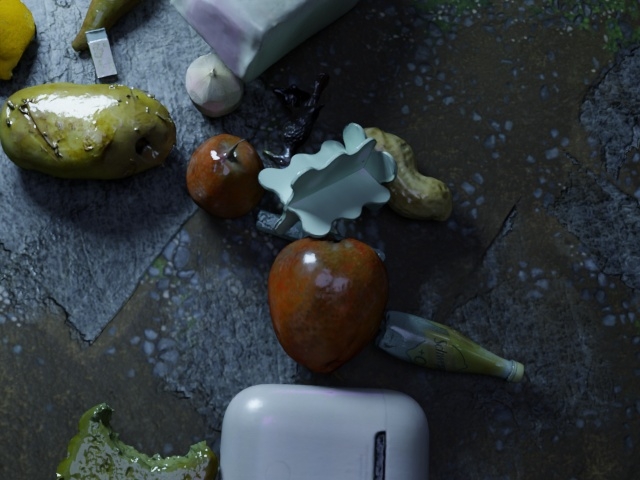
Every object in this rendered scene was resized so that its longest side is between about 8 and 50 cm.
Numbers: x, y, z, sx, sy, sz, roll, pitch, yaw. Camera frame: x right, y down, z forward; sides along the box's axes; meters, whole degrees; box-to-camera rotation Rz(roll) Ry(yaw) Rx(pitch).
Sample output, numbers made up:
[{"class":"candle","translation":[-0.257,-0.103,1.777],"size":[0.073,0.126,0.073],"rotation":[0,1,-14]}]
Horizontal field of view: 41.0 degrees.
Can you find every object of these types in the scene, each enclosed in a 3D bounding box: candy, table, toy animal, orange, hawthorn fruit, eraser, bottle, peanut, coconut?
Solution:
[{"class":"candy","translation":[-0.078,-0.462,1.542],"size":[0.208,0.145,0.359],"rotation":[45,56,3]},{"class":"table","translation":[0.008,-0.094,1.478],"size":[0.198,0.166,0.166],"rotation":[-28,82,-35]},{"class":"toy animal","translation":[-0.045,-0.211,1.576],"size":[0.105,0.070,0.202],"rotation":[10,82,39]},{"class":"orange","translation":[-0.589,-0.371,1.518],"size":[0.160,0.112,0.169],"rotation":[-19,69,-11]},{"class":"hawthorn fruit","translation":[0.014,0.122,1.450],"size":[0.211,0.210,0.262],"rotation":[-2,97,-8]},{"class":"hawthorn fruit","translation":[-0.172,-0.125,1.488],"size":[0.149,0.189,0.149],"rotation":[-8,57,12]},{"class":"eraser","translation":[-0.400,-0.341,1.558],"size":[0.038,0.019,0.083],"rotation":[-15,111,-11]},{"class":"bottle","translation":[0.233,0.197,1.516],"size":[0.270,0.083,0.083],"rotation":[17,76,-5]},{"class":"peanut","translation":[0.147,-0.116,1.568],"size":[0.103,0.098,0.229],"rotation":[-42,89,17]},{"class":"coconut","translation":[-0.190,-0.284,1.541],"size":[0.110,0.124,0.110],"rotation":[1,80,-7]}]

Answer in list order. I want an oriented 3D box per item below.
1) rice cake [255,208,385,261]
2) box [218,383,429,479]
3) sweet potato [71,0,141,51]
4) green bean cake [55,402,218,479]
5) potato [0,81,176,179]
[{"class":"rice cake","translation":[0.000,0.000,1.546],"size":[0.245,0.045,0.042],"rotation":[20,75,-3]},{"class":"box","translation":[0.007,0.386,1.413],"size":[0.349,0.141,0.288],"rotation":[4,76,-7]},{"class":"sweet potato","translation":[-0.374,-0.445,1.578],"size":[0.077,0.077,0.243],"rotation":[35,74,1]},{"class":"green bean cake","translation":[-0.304,0.400,1.375],"size":[0.236,0.124,0.233],"rotation":[24,76,-2]},{"class":"potato","translation":[-0.402,-0.187,1.482],"size":[0.300,0.140,0.172],"rotation":[3,71,-6]}]
